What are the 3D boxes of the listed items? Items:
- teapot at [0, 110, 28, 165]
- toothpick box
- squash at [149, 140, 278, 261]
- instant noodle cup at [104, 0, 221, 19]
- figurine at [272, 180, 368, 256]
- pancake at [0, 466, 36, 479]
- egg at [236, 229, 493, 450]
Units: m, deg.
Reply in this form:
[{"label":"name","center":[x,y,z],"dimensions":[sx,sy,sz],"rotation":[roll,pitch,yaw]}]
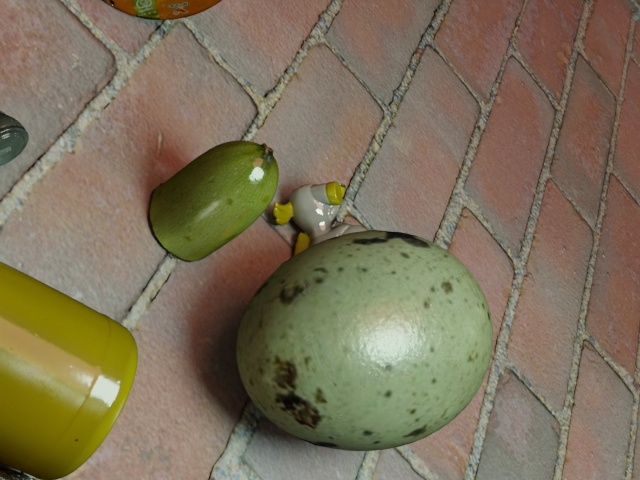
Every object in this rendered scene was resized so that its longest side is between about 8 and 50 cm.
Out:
[{"label":"teapot","center":[-0.384,-0.118,1.138],"dimensions":[0.088,0.066,0.057],"rotation":[-29,70,-30]},{"label":"toothpick box","center":[-0.332,0.103,0.967],"dimensions":[0.271,0.175,0.175],"rotation":[35,45,-26]},{"label":"squash","center":[-0.125,-0.063,1.295],"dimensions":[0.123,0.187,0.123],"rotation":[33,39,-33]},{"label":"instant noodle cup","center":[-0.225,-0.455,1.400],"dimensions":[0.230,0.230,0.182],"rotation":[23,43,-39]},{"label":"figurine","center":[0.007,-0.001,1.491],"dimensions":[0.130,0.109,0.178],"rotation":[-26,88,-26]},{"label":"pancake","center":[-0.321,0.297,0.978],"dimensions":[0.158,0.028,0.158],"rotation":[23,55,-38]},{"label":"egg","center":[0.060,0.132,1.301],"dimensions":[0.379,0.288,0.287],"rotation":[-16,81,-40]}]
